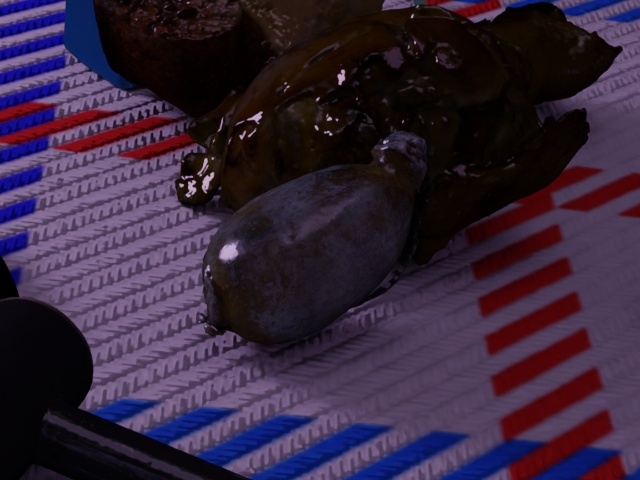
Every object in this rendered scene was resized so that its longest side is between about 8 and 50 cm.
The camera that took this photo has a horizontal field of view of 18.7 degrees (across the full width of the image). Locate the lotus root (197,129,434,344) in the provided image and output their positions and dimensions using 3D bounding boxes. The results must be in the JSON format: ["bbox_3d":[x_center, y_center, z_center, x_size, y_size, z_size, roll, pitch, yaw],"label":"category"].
[{"bbox_3d":[0.002,0.002,1.085,0.165,0.088,0.088,-34,47,-20],"label":"lotus root"}]

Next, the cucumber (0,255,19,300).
[{"bbox_3d":[-0.196,0.010,1.087,0.033,0.034,0.135,-5,33,-33],"label":"cucumber"}]

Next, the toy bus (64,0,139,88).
[{"bbox_3d":[-0.118,-0.206,1.335,0.106,0.185,0.090,-17,39,-35],"label":"toy bus"}]

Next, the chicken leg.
[{"bbox_3d":[0.091,-0.092,1.244,0.361,0.140,0.211,-22,34,-38],"label":"chicken leg"}]

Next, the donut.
[{"bbox_3d":[-0.040,-0.145,1.301,0.217,0.141,0.085,-29,56,-24],"label":"donut"}]

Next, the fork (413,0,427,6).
[{"bbox_3d":[0.078,-0.187,1.526,0.039,0.021,0.235,8,28,-11],"label":"fork"}]

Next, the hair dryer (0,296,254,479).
[{"bbox_3d":[-0.081,0.119,0.911,0.255,0.070,0.128,21,32,11],"label":"hair dryer"}]
